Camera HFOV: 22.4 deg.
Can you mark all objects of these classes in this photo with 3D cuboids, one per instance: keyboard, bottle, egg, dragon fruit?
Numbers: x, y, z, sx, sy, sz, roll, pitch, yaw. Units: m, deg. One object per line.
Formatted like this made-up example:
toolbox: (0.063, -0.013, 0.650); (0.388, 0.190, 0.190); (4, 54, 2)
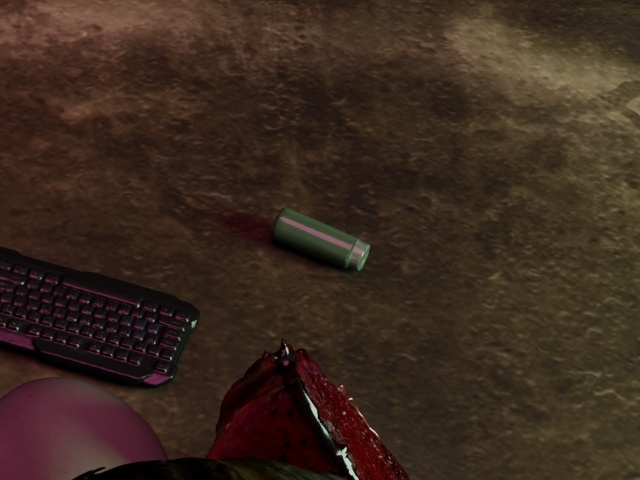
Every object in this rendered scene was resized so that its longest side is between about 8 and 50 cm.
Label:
keyboard: (-0.233, 0.052, 1.304); (0.262, 0.016, 0.106); (15, 45, 5)
bottle: (0.000, 0.000, 1.392); (0.083, 0.030, 0.030); (22, 45, 10)
egg: (-0.170, 0.180, 1.094); (0.151, 0.151, 0.209); (-7, 39, -17)
dragon fruit: (-0.007, 0.192, 1.097); (0.189, 0.261, 0.163); (-33, 14, -22)

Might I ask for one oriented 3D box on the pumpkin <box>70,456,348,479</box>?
pumpkin: (-0.074, 0.266, 0.922); (0.320, 0.320, 0.192); (-15, 29, -24)
